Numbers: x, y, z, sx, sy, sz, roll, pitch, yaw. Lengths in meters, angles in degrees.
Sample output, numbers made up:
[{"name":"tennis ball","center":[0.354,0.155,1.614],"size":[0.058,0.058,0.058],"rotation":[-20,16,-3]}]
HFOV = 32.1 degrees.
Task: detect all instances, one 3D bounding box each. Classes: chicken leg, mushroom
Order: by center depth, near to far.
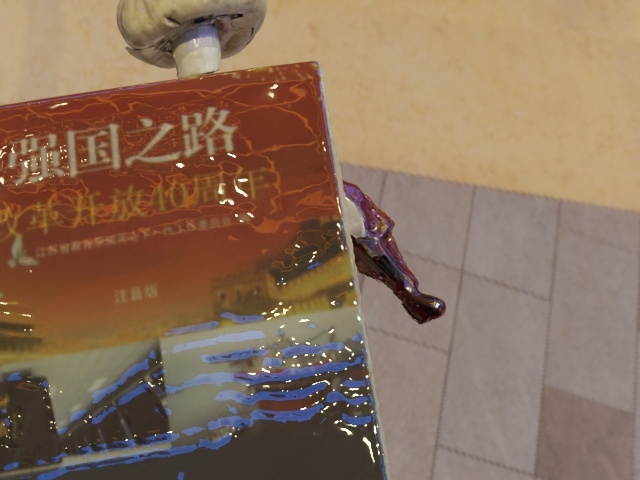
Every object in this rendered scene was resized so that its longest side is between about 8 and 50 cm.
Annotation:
[{"name":"chicken leg","center":[0.000,-0.007,0.856],"size":[0.219,0.048,0.089],"rotation":[19,85,2]},{"name":"mushroom","center":[-0.124,-0.215,1.079],"size":[0.154,0.154,0.122],"rotation":[-8,80,-23]}]

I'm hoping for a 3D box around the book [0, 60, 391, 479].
[{"name":"book","center":[-0.102,0.077,0.627],"size":[0.262,0.028,0.374],"rotation":[-9,67,0]}]
